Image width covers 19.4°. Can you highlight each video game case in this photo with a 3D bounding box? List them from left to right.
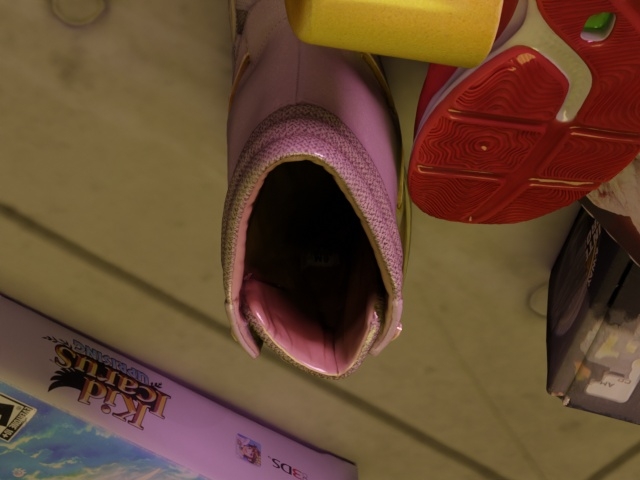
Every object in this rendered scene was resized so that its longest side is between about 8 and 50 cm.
[{"bbox_3d":[-0.155,0.163,0.963,0.244,0.061,0.269,28,125,-28],"label":"video game case"}]

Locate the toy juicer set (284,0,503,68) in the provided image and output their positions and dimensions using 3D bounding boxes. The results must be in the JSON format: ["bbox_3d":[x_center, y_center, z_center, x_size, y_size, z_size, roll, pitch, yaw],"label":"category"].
[{"bbox_3d":[0.050,-0.211,0.521,0.089,0.209,0.329,-1,154,-12],"label":"toy juicer set"}]

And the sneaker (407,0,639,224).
[{"bbox_3d":[0.085,-0.109,0.693,0.087,0.128,0.221,7,145,-16],"label":"sneaker"}]

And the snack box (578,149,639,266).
[{"bbox_3d":[0.122,-0.036,0.727,0.022,0.178,0.064,-15,142,-36],"label":"snack box"}]

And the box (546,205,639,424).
[{"bbox_3d":[0.328,-0.019,0.773,0.395,0.097,0.318,15,133,-6],"label":"box"}]

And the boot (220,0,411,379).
[{"bbox_3d":[0.000,0.000,0.748,0.077,0.165,0.213,-5,131,2],"label":"boot"}]
